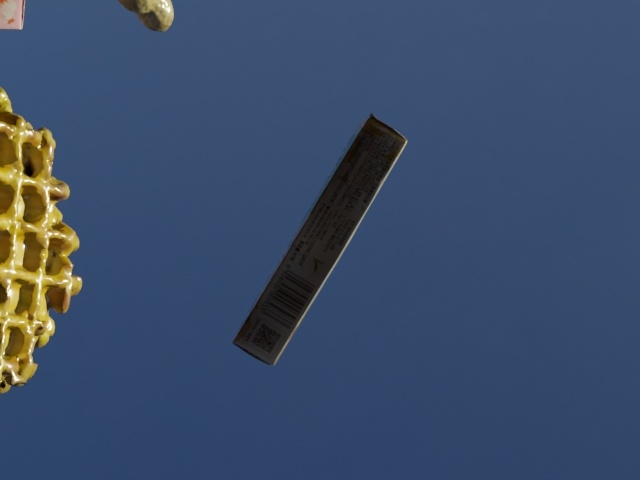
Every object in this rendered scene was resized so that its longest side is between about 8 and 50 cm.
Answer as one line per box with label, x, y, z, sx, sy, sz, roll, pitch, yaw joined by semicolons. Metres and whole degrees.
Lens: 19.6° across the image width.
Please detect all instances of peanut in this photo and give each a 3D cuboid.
peanut;-0.145;-0.201;1.520;0.037;0.083;0.037;-12;-118;23

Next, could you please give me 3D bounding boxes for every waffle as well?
waffle;-0.293;-0.002;1.596;0.069;0.293;0.260;1;-148;28

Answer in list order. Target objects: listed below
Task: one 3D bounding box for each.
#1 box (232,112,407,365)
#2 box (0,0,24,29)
box;0.000;0.000;1.419;0.207;0.041;0.050;-60;180;1
box;-0.303;-0.195;1.450;0.125;0.043;0.089;-3;-160;-24
